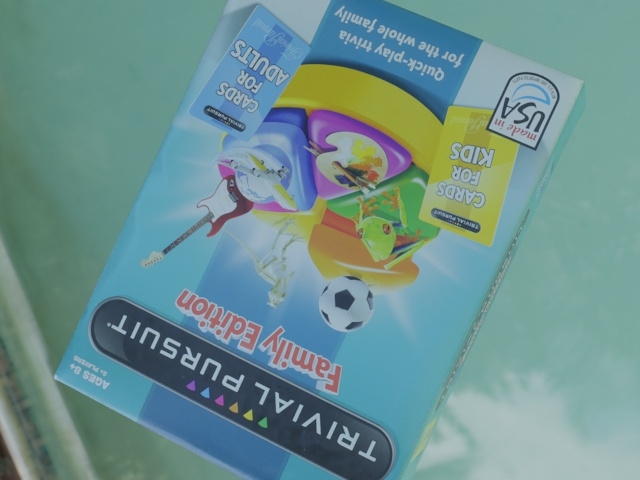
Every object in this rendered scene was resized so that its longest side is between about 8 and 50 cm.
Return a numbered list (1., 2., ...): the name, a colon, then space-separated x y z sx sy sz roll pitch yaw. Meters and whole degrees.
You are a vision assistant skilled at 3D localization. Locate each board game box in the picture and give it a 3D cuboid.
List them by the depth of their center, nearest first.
1. board game box: 0.000 0.000 0.804 0.253 0.336 0.079 24 179 15
